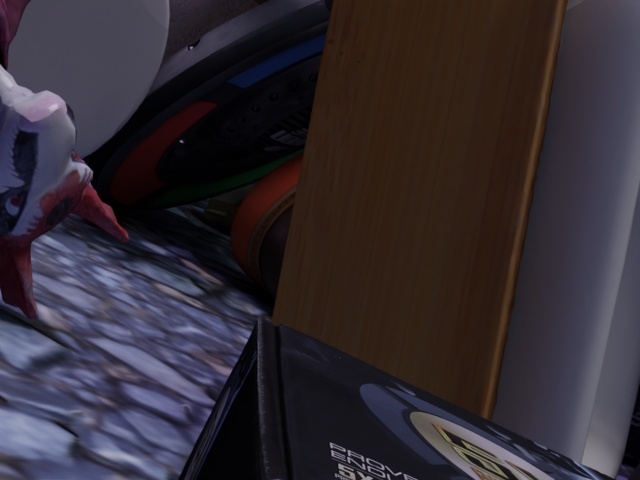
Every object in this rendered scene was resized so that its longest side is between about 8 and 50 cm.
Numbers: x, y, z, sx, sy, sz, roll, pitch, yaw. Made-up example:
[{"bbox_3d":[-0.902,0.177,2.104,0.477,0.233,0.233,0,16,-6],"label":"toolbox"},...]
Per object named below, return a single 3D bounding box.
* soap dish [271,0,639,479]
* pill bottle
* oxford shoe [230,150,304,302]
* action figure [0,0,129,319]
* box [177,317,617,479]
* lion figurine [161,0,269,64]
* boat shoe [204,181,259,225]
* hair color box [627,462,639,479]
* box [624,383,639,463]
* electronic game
[{"bbox_3d":[0.071,-0.004,0.668,0.118,0.229,0.291,11,4,15],"label":"soap dish"},{"bbox_3d":[-0.204,-0.143,0.848,0.161,0.161,0.283,20,10,-42],"label":"pill bottle"},{"bbox_3d":[0.090,-0.038,0.890,0.098,0.271,0.097,47,-10,47],"label":"oxford shoe"},{"bbox_3d":[-0.199,-0.129,0.605,0.370,0.276,0.248,64,28,-7],"label":"action figure"},{"bbox_3d":[0.051,0.101,0.382,0.180,0.077,0.147,26,7,-5],"label":"box"},{"bbox_3d":[-0.047,-0.134,0.976,0.240,0.142,0.392,8,-15,-37],"label":"lion figurine"},{"bbox_3d":[0.000,0.000,1.056,0.153,0.048,0.056,30,-7,-25],"label":"boat shoe"},{"bbox_3d":[0.190,0.141,0.214,0.339,0.110,0.185,25,37,3],"label":"hair color box"},{"bbox_3d":[0.310,0.054,1.068,0.395,0.212,0.293,26,8,-8],"label":"box"},{"bbox_3d":[-0.015,-0.076,0.901,0.048,0.229,0.229,64,16,10],"label":"electronic game"}]
